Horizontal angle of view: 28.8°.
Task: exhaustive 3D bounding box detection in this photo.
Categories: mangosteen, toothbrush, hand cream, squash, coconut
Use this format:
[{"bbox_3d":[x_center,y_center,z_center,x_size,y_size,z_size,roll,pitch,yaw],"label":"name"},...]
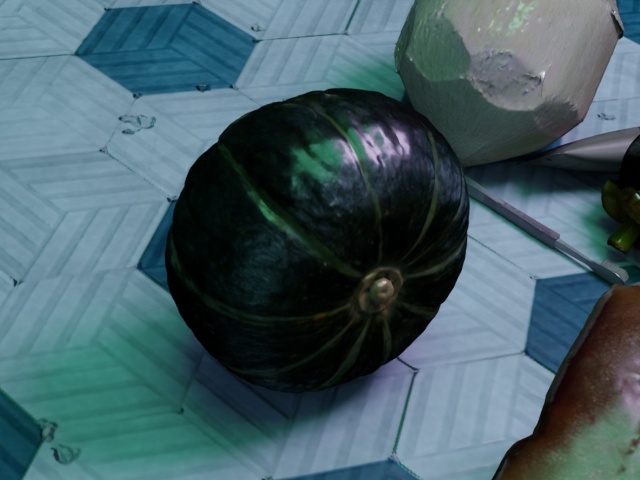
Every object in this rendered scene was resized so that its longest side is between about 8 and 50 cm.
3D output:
[{"bbox_3d":[0.334,-0.041,1.184,0.151,0.137,0.137,-38,53,-1],"label":"mangosteen"},{"bbox_3d":[0.211,-0.010,1.199,0.194,0.014,0.017,33,47,24],"label":"toothbrush"},{"bbox_3d":[0.301,-0.090,1.268,0.186,0.087,0.054,-6,89,-18],"label":"hand cream"},{"bbox_3d":[0.000,0.000,0.976,0.252,0.252,0.165,-19,43,-27],"label":"squash"},{"bbox_3d":[0.179,-0.186,1.244,0.224,0.224,0.234,36,88,26],"label":"coconut"}]

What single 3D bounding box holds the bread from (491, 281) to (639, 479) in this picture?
[{"bbox_3d":[0.277,0.224,0.825,0.333,0.143,0.323,25,56,18],"label":"bread"}]
